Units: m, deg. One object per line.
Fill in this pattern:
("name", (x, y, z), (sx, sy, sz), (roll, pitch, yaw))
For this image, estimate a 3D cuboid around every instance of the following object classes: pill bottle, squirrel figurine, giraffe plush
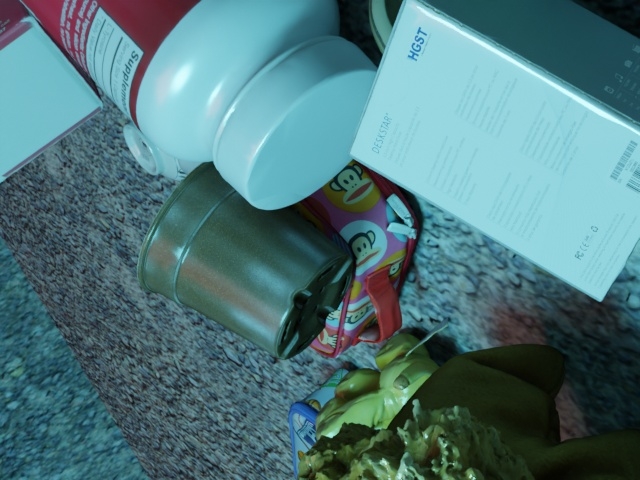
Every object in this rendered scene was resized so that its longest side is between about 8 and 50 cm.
("pill bottle", (-0.131, -0.226, 1.640), (0.407, 0.229, 0.229), (46, 157, 22))
("squirrel figurine", (0.180, 0.269, 1.475), (0.370, 0.397, 0.281), (25, 105, 52))
("giraffe plush", (0.119, 0.205, 1.888), (0.170, 0.181, 0.210), (48, 126, -8))

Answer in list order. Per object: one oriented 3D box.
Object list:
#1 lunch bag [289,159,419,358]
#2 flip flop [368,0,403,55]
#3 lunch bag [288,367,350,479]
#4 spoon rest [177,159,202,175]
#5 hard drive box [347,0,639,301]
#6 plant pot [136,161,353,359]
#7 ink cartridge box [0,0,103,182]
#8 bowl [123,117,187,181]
("lunch bag", (0.000, 0.000, 1.845), (0.258, 0.120, 0.293), (48, 157, 16))
("flip flop", (0.142, -0.120, 1.406), (0.277, 0.112, 0.080), (58, 145, 8))
("lunch bag", (0.073, 0.316, 2.176), (0.243, 0.115, 0.303), (40, 155, 30))
("spoon rest", (-0.119, -0.123, 1.956), (0.137, 0.084, 0.276), (62, 164, 22))
("hard drive box", (0.157, -0.088, 1.272), (0.232, 0.089, 0.181), (31, 140, 8))
("plant pot", (-0.067, 0.023, 1.693), (0.165, 0.167, 0.167), (33, 152, 20))
("ink cartridge box", (-0.452, -0.228, 2.086), (0.160, 0.279, 0.384), (50, -173, -38))
("bowl", (-0.195, -0.133, 2.126), (0.170, 0.080, 0.170), (46, 157, 26))
